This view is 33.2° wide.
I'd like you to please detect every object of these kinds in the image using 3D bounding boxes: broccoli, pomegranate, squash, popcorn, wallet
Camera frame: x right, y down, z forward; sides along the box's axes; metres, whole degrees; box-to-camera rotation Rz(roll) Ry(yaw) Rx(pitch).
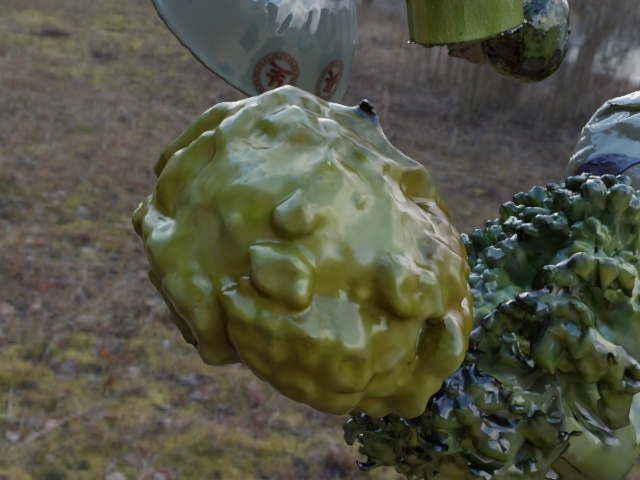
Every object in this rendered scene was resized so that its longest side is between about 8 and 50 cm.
[{"bbox_3d":[0.174,0.090,0.974,0.272,0.324,0.334,24,52,28],"label":"broccoli"},{"bbox_3d":[0.253,-0.265,1.392,0.126,0.138,0.163,13,-21,-25],"label":"pomegranate"},{"bbox_3d":[0.138,-0.287,1.032,0.123,0.186,0.123,-4,18,1],"label":"squash"},{"bbox_3d":[0.000,0.000,0.712,0.233,0.192,0.266,29,16,-18],"label":"popcorn"},{"bbox_3d":[0.475,-0.116,1.605,0.068,0.335,0.275,33,-17,-27],"label":"wallet"}]

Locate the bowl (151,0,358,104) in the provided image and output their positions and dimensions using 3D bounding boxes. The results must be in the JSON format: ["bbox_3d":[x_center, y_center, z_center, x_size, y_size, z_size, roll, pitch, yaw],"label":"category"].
[{"bbox_3d":[-0.055,-0.348,1.466,0.337,0.157,0.337,28,38,-24],"label":"bowl"}]
